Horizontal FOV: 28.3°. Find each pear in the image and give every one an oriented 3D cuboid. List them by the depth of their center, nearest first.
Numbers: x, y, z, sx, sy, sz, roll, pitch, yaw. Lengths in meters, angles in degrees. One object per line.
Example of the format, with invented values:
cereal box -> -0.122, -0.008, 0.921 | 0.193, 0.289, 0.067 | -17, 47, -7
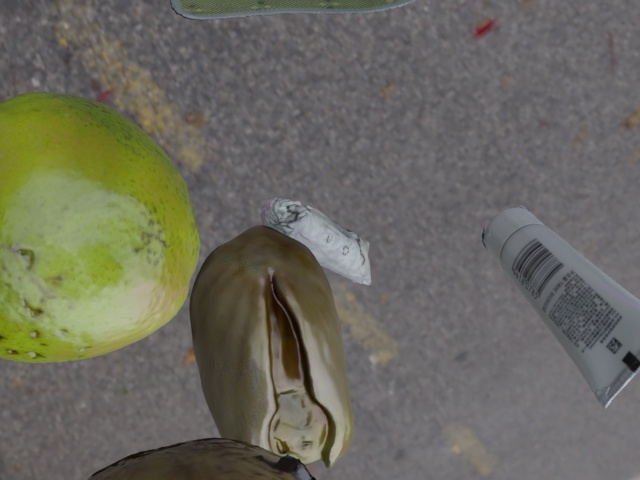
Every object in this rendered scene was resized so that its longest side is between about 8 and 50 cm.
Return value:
pear -> -0.341, -0.005, 1.704 | 0.391, 0.391, 0.391 | -20, 144, -15

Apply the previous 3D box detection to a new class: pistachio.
pistachio -> -0.059, 0.127, 1.426 | 0.166, 0.288, 0.197 | -9, -174, -11

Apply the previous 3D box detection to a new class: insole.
insole -> -0.012, -0.289, 1.449 | 0.322, 0.109, 0.007 | -6, 138, -10

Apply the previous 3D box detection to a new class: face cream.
face cream -> 0.224, 0.046, 1.147 | 0.058, 0.243, 0.092 | 28, 106, -33

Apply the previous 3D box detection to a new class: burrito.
burrito -> 0.001, -0.001, 1.543 | 0.064, 0.064, 0.203 | -42, 139, 17

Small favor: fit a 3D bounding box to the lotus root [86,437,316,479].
lotus root -> -0.047, 0.163, 0.527 | 0.154, 0.257, 0.140 | -43, 112, -6
